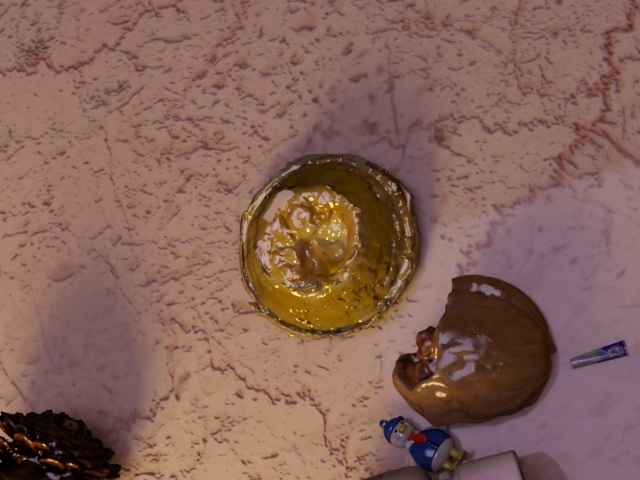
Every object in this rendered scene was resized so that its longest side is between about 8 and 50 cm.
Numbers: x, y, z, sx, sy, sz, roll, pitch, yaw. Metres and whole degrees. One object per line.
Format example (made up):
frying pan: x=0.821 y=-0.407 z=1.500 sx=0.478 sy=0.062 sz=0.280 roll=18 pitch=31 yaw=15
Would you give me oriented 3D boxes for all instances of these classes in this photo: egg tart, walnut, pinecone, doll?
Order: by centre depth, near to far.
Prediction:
walnut: x=0.226 y=0.170 z=1.792 sx=0.204 sy=0.141 sz=0.238 roll=34 pitch=91 yaw=17
doll: x=0.148 y=0.302 z=1.842 sx=0.143 sy=0.058 sz=0.099 roll=26 pitch=63 yaw=29
egg tart: x=0.000 y=0.000 z=1.917 sx=0.315 sy=0.120 sz=0.315 roll=-3 pitch=80 yaw=19
pinecone: x=-0.453 y=0.412 z=1.950 sx=0.246 sy=0.246 sz=0.292 roll=19 pitch=89 yaw=22

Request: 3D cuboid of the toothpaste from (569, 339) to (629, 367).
toothpaste: x=0.404 y=0.168 z=1.792 sx=0.083 sy=0.015 sz=0.024 roll=-19 pitch=73 yaw=11

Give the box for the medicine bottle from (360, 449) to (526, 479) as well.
medicine bottle: x=0.149 y=0.437 z=1.707 sx=0.325 sy=0.256 sz=0.256 roll=-19 pitch=74 yaw=9
